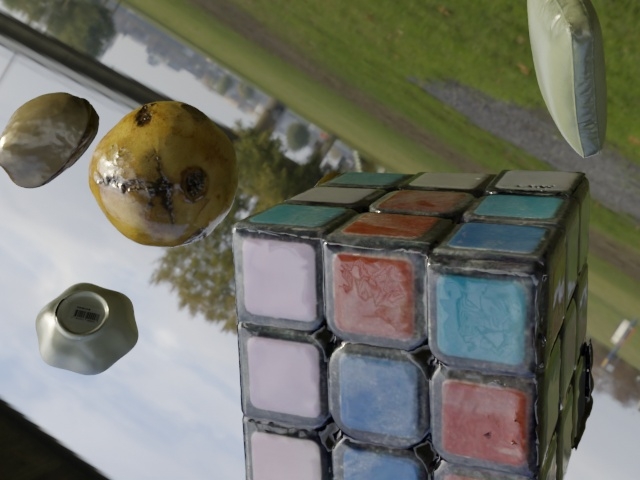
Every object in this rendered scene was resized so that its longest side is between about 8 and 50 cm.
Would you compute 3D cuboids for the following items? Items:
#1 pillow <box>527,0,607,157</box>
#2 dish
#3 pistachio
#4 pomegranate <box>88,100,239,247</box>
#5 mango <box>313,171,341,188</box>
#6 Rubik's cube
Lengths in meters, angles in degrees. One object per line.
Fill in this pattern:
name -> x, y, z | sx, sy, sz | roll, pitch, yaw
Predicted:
pillow -> 0.466, -0.341, 1.653 | 0.322, 0.120, 0.255 | 67, -168, -46
dish -> -0.420, 0.143, 1.577 | 0.191, 0.190, 0.066 | 34, 150, 14
pistachio -> -0.362, -0.137, 1.173 | 0.113, 0.149, 0.113 | 50, -161, -24
pomegranate -> -0.270, -0.115, 1.546 | 0.260, 0.260, 0.260 | 32, -174, -4
mango -> 0.000, 0.000, 1.578 | 0.113, 0.253, 0.138 | 13, 177, -27
Rubik's cube -> 0.123, 0.119, 1.054 | 0.359, 0.362, 0.363 | 7, -159, 25
